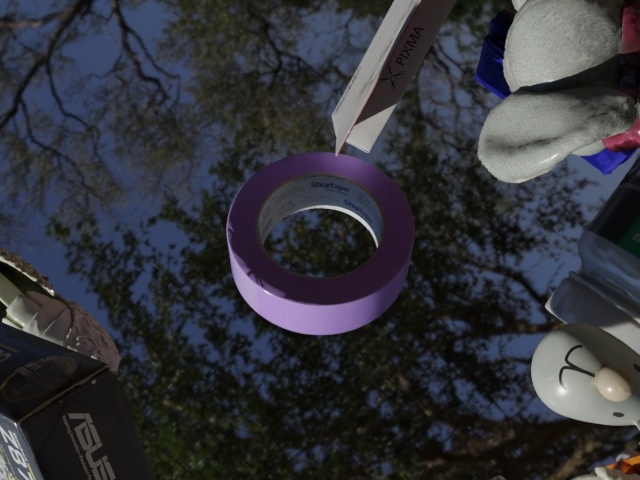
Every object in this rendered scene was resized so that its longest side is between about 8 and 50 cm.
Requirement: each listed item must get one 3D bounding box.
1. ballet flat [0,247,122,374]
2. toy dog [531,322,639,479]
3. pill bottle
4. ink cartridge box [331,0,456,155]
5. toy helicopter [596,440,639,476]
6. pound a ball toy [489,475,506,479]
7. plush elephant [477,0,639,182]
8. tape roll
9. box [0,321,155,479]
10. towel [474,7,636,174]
[{"bbox_3d":[-0.496,0.118,1.322,0.409,0.147,0.147,29,-165,35],"label":"ballet flat"},{"bbox_3d":[0.335,0.151,0.578,0.333,0.220,0.161,-2,178,-9],"label":"toy dog"},{"bbox_3d":[0.468,-0.010,1.034,0.204,0.361,0.204,34,-174,-4],"label":"pill bottle"},{"bbox_3d":[0.112,-0.264,1.132,0.066,0.296,0.261,26,-161,-10],"label":"ink cartridge box"},{"bbox_3d":[0.543,0.298,1.278,0.140,0.235,0.355,41,173,32],"label":"toy helicopter"},{"bbox_3d":[0.188,0.546,1.360,0.208,0.319,0.136,-8,-123,-35],"label":"pound a ball toy"},{"bbox_3d":[0.261,-0.125,0.629,0.330,0.255,0.272,45,-118,-44],"label":"plush elephant"},{"bbox_3d":[0.000,0.000,1.196,0.274,0.090,0.275,1,-123,-1],"label":"tape roll"},{"bbox_3d":[-0.254,0.271,0.765,0.097,0.318,0.395,-31,-64,-36],"label":"box"},{"bbox_3d":[0.391,-0.234,1.332,0.308,0.076,0.228,40,171,12],"label":"towel"}]
